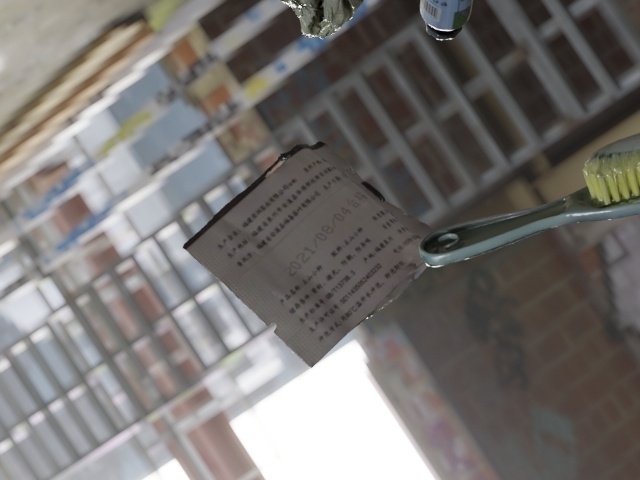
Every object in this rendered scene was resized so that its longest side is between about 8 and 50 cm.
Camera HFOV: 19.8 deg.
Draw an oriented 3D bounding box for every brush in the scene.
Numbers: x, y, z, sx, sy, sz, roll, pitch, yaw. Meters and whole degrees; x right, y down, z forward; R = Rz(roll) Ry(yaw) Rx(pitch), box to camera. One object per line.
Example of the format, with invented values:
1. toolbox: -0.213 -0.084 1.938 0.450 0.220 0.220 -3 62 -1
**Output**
1. brush: 0.219 -0.045 1.502 0.297 0.060 0.068 -16 -153 4

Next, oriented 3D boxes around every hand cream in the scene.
1. hand cream: 0.142 -0.310 1.983 0.058 0.091 0.271 -16 152 -9

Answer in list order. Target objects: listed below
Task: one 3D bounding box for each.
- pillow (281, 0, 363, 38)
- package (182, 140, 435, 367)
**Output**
1. pillow: 0.018 -0.252 1.353 0.134 0.078 0.181 76 33 -68
2. package: 0.000 0.000 2.037 0.251 0.204 0.062 -40 164 -37
